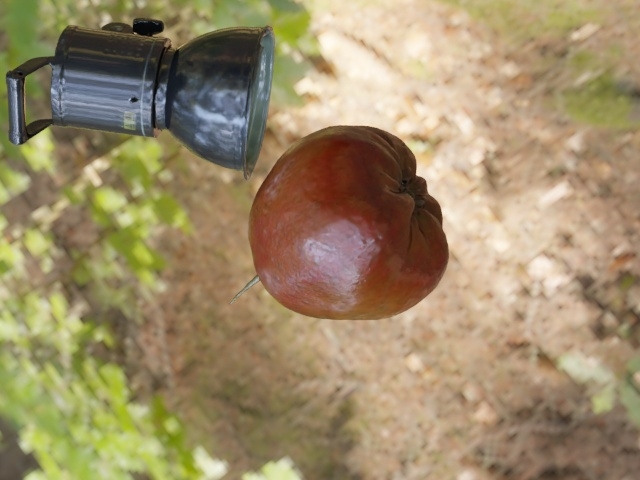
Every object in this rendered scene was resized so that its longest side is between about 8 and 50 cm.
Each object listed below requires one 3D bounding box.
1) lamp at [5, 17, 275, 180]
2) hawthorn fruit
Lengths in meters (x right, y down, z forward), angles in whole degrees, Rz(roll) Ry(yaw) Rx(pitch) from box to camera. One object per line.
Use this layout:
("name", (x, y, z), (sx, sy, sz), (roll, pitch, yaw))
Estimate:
("lamp", (-0.166, -0.152, 1.624), (0.227, 0.172, 0.147), (9, 129, 4))
("hawthorn fruit", (0.010, -0.011, 1.029), (0.140, 0.125, 0.125), (6, 133, 23))
